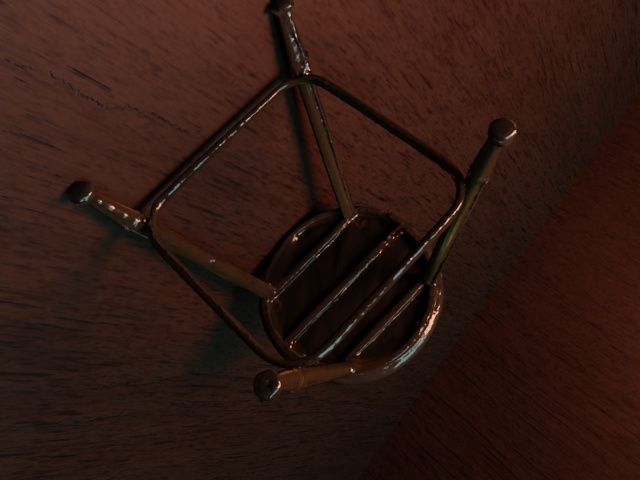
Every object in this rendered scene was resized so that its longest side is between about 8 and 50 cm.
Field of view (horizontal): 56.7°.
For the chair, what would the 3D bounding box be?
[{"bbox_3d":[0.000,0.000,0.810,0.365,0.362,0.410,-47,152,-9],"label":"chair"}]
